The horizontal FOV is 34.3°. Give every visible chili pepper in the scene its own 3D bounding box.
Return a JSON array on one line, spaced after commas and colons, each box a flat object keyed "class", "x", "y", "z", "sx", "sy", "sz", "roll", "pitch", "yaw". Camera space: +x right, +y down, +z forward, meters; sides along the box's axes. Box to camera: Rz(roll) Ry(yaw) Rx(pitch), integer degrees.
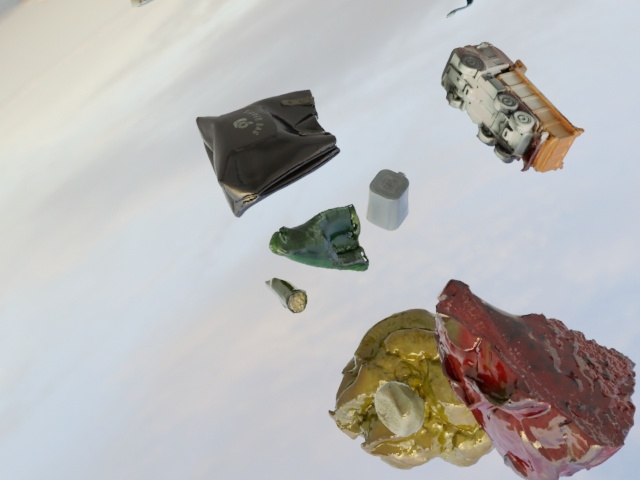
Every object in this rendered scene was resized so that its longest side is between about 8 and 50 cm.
[{"class": "chili pepper", "x": 0.003, "y": -0.001, "z": 1.593, "sx": 0.062, "sy": 0.108, "sz": 0.216, "roll": -25, "pitch": 163, "yaw": 36}]

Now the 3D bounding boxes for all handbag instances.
[{"class": "handbag", "x": -0.117, "y": -0.222, "z": 2.364, "sx": 0.287, "sy": 0.152, "sz": 0.342, "roll": -24, "pitch": -140, "yaw": -2}]

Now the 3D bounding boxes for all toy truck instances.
[{"class": "toy truck", "x": 0.341, "y": -0.244, "z": 1.877, "sx": 0.135, "sy": 0.270, "sz": 0.114, "roll": -18, "pitch": 147, "yaw": -32}]

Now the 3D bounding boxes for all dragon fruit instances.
[{"class": "dragon fruit", "x": 0.268, "y": 0.245, "z": 1.574, "sx": 0.286, "sy": 0.329, "sz": 0.228, "roll": -53, "pitch": -173, "yaw": 41}]

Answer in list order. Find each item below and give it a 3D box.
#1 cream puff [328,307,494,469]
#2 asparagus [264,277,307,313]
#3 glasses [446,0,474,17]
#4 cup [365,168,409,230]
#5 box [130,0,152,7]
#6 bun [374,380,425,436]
[{"class": "cream puff", "x": 0.178, "y": 0.307, "z": 1.963, "sx": 0.257, "sy": 0.324, "sz": 0.291, "roll": -33, "pitch": 159, "yaw": -27}, {"class": "asparagus", "x": -0.064, "y": 0.093, "z": 1.886, "sx": 0.041, "sy": 0.045, "sz": 0.178, "roll": -15, "pitch": -165, "yaw": -14}, {"class": "glasses", "x": 0.182, "y": -0.450, "z": 1.673, "sx": 0.088, "sy": 0.190, "sz": 0.221, "roll": -16, "pitch": -154, "yaw": 34}, {"class": "cup", "x": 0.179, "y": -0.111, "z": 2.604, "sx": 0.128, "sy": 0.095, "sz": 0.129, "roll": -52, "pitch": 159, "yaw": -29}, {"class": "box", "x": -0.312, "y": -0.454, "z": 1.852, "sx": 0.083, "sy": 0.054, "sz": 0.024, "roll": -11, "pitch": -173, "yaw": 45}, {"class": "bun", "x": 0.119, "y": 0.242, "z": 1.507, "sx": 0.054, "sy": 0.086, "sz": 0.086, "roll": -25, "pitch": -167, "yaw": -26}]
